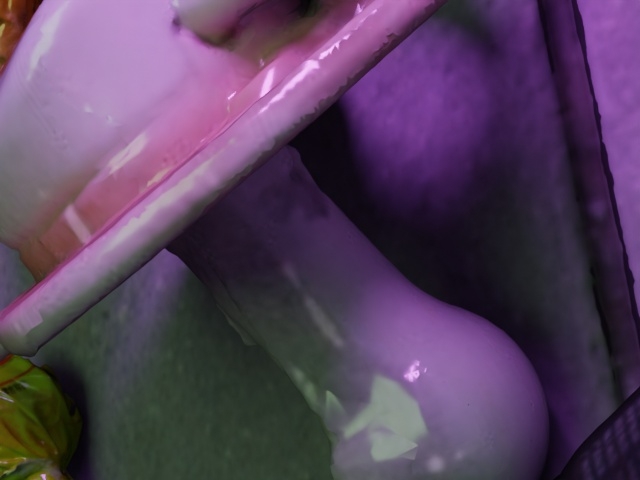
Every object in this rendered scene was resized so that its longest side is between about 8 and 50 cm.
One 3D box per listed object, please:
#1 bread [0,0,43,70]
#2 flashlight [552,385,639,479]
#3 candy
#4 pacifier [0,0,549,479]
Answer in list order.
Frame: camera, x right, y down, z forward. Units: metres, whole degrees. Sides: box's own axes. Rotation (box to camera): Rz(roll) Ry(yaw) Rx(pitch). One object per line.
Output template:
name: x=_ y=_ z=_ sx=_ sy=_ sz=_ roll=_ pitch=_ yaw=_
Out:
bread: x=-0.165 y=-0.088 z=0.643 sx=0.211 sy=0.083 sz=0.114 roll=-105 pitch=28 yaw=-80
flashlight: x=0.049 y=0.192 z=0.486 sx=0.424 sy=0.103 sz=0.103 roll=-52 pitch=55 yaw=30
candy: x=-0.126 y=0.169 z=0.685 sx=0.262 sy=0.073 sz=0.077 roll=49 pitch=139 yaw=25
pacifier: x=-0.030 y=-0.012 z=0.485 sx=0.332 sy=0.220 sz=0.273 roll=-28 pitch=68 yaw=62
